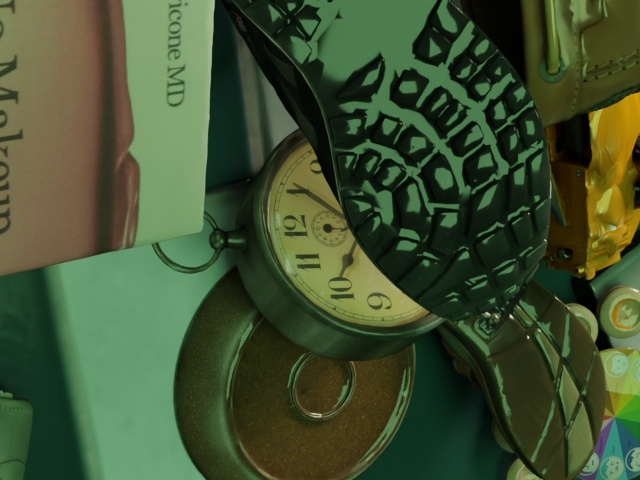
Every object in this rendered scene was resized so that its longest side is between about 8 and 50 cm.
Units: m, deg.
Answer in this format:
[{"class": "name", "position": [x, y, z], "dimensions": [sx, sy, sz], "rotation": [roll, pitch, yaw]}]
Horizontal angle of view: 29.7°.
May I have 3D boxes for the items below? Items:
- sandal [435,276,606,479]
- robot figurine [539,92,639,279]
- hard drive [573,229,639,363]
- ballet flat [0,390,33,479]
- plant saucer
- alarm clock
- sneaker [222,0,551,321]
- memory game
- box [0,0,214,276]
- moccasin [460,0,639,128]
[{"class": "sandal", "position": [0.106, 0.059, 0.768], "dimensions": [0.219, 0.060, 0.090], "rotation": [48, 70, -15]}, {"class": "robot figurine", "position": [0.190, -0.134, 0.760], "dimensions": [0.211, 0.085, 0.291], "rotation": [-17, 110, -30]}, {"class": "hard drive", "position": [0.246, 0.033, 0.870], "dimensions": [0.135, 0.022, 0.094], "rotation": [-34, 117, -23]}, {"class": "ballet flat", "position": [-0.225, 0.060, 0.551], "dimensions": [0.213, 0.072, 0.068], "rotation": [33, 54, -34]}, {"class": "plant saucer", "position": [-0.005, 0.082, 0.713], "dimensions": [0.168, 0.029, 0.169], "rotation": [-8, 106, -32]}, {"class": "alarm clock", "position": [0.000, 0.000, 0.657], "dimensions": [0.192, 0.064, 0.129], "rotation": [2, 68, -24]}, {"class": "sneaker", "position": [0.020, -0.094, 0.614], "dimensions": [0.107, 0.124, 0.283], "rotation": [-32, 105, -2]}, {"class": "memory game", "position": [0.206, 0.122, 0.831], "dimensions": [0.186, 0.012, 0.186], "rotation": [-2, 101, -12]}, {"class": "box", "position": [-0.173, -0.069, 0.492], "dimensions": [0.232, 0.127, 0.149], "rotation": [-14, 124, -30]}, {"class": "moccasin", "position": [0.063, -0.240, 0.603], "dimensions": [0.147, 0.139, 0.380], "rotation": [-24, 101, -11]}]
